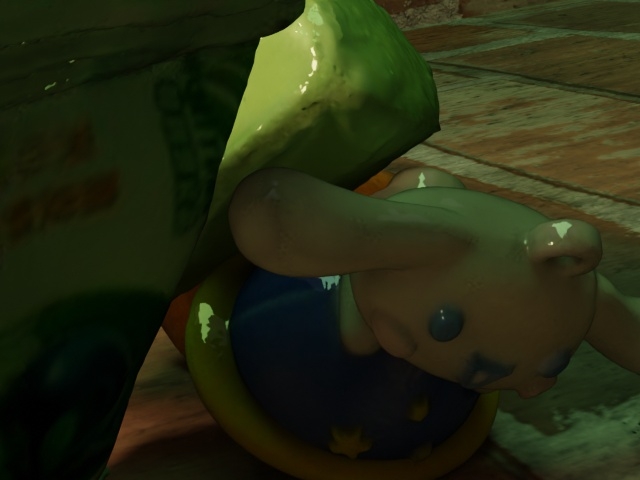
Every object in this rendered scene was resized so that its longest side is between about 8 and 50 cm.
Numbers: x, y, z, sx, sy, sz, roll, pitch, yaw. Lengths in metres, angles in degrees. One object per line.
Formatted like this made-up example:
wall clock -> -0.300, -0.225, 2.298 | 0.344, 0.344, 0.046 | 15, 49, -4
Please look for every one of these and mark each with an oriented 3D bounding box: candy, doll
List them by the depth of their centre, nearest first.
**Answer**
candy -> -0.141, 0.022, 0.601 | 0.172, 0.398, 0.263 | 41, 38, 6
doll -> 0.075, 0.038, 0.741 | 0.311, 0.242, 0.159 | 9, 44, -14
candy -> -0.089, -0.031, 0.811 | 0.343, 0.142, 0.132 | -30, 35, 28

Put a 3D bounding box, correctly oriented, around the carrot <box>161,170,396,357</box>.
carrot -> 0.000, 0.000, 0.991 | 0.225, 0.159, 0.159 | -17, 17, -36
